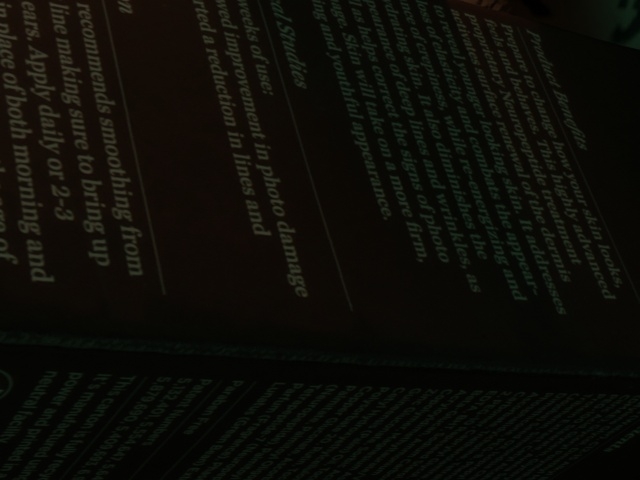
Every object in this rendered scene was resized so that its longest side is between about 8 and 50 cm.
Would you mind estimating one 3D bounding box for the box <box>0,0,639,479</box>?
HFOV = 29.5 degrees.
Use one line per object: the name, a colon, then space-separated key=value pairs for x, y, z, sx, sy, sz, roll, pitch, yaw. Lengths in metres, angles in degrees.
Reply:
box: x=0.000 y=0.000 z=0.482 sx=0.143 sy=0.381 sz=0.191 roll=-49 pitch=46 yaw=42
